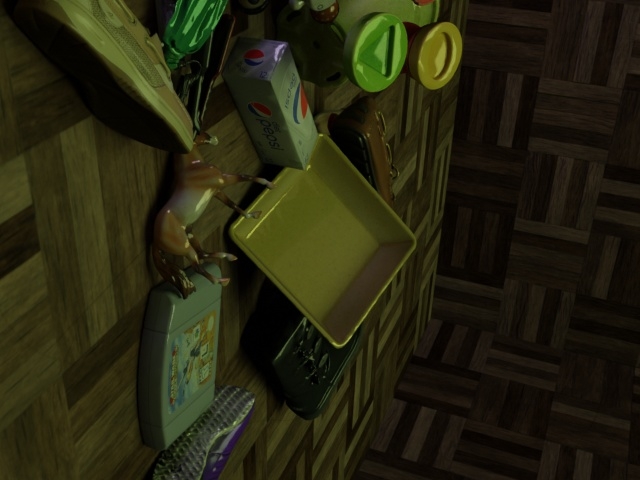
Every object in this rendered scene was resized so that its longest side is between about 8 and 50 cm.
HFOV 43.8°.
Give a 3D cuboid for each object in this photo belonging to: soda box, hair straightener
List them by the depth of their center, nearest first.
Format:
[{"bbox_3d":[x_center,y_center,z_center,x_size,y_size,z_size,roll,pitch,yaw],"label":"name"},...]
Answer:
[{"bbox_3d":[-0.201,-0.246,1.209,0.089,0.047,0.230,13,98,-49],"label":"hair straightener"},{"bbox_3d":[-0.085,-0.247,1.479,0.286,0.098,0.091,67,39,-60],"label":"soda box"}]

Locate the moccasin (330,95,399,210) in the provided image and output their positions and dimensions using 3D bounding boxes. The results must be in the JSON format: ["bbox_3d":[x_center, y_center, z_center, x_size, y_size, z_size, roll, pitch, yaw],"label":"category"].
[{"bbox_3d":[0.108,-0.161,1.826,0.147,0.139,0.380,-54,144,-33],"label":"moccasin"}]

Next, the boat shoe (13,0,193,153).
[{"bbox_3d":[-0.236,-0.220,0.991,0.341,0.122,0.110,59,47,-64],"label":"boat shoe"}]

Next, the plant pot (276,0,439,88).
[{"bbox_3d":[0.052,-0.437,1.563,0.254,0.276,0.276,-47,148,-36],"label":"plant pot"}]

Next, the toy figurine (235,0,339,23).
[{"bbox_3d":[-0.038,-0.464,1.293,0.148,0.210,0.213,66,40,-71],"label":"toy figurine"}]

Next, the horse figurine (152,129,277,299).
[{"bbox_3d":[-0.191,-0.039,1.253,0.263,0.175,0.066,-63,-168,-2],"label":"horse figurine"}]

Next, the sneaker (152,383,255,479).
[{"bbox_3d":[-0.223,0.408,1.522,0.293,0.102,0.146,-51,153,-46],"label":"sneaker"}]

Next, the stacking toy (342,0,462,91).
[{"bbox_3d":[0.114,-0.408,1.369,0.280,0.130,0.308,-23,127,-36],"label":"stacking toy"}]

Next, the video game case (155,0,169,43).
[{"bbox_3d":[-0.206,-0.338,1.184,0.122,0.011,0.087,-55,152,-51],"label":"video game case"}]

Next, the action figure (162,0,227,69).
[{"bbox_3d":[-0.174,-0.350,1.126,0.232,0.064,0.137,-64,154,5],"label":"action figure"}]

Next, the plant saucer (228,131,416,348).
[{"bbox_3d":[0.000,0.000,1.641,0.333,0.081,0.332,48,58,-14],"label":"plant saucer"}]

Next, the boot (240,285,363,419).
[{"bbox_3d":[-0.029,0.199,1.922,0.445,0.146,0.366,65,39,-56],"label":"boot"}]

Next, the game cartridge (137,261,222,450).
[{"bbox_3d":[-0.243,0.203,1.380,0.198,0.062,0.297,-46,144,-66],"label":"game cartridge"}]

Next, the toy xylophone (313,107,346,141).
[{"bbox_3d":[0.002,-0.143,1.847,0.236,0.081,0.322,47,57,-70],"label":"toy xylophone"}]
